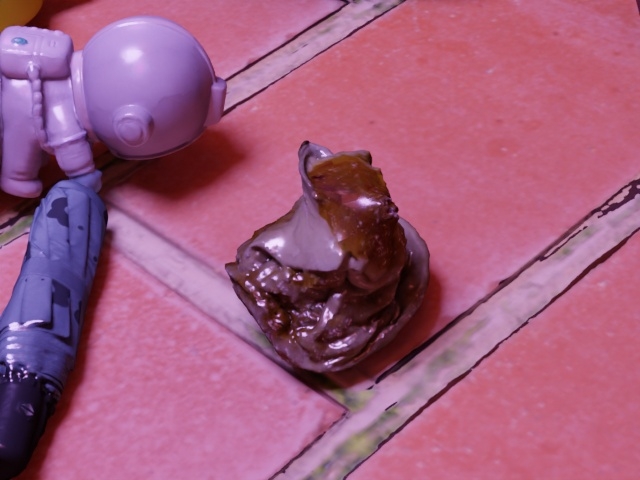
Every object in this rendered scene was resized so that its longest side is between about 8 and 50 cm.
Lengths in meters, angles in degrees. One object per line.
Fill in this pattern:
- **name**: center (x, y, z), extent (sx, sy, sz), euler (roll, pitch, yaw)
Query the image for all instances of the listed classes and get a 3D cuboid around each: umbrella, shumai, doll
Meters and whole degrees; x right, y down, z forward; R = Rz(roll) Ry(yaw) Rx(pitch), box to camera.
- **umbrella**: center (-0.180, 0.050, 0.872), extent (0.052, 0.053, 0.250), euler (-2, 39, 6)
- **shumai**: center (0.003, -0.002, 0.856), extent (0.145, 0.116, 0.146), euler (-6, 41, 5)
- **doll**: center (-0.212, -0.104, 0.984), extent (0.287, 0.151, 0.151), euler (-7, 41, 2)

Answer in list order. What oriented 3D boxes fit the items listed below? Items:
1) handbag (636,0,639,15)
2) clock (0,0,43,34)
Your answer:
- **handbag**: center (0.286, -0.250, 0.930), extent (0.084, 0.275, 0.260), euler (-10, 82, -8)
- **clock**: center (-0.377, -0.194, 1.169), extent (0.277, 0.071, 0.293), euler (17, 35, 38)
